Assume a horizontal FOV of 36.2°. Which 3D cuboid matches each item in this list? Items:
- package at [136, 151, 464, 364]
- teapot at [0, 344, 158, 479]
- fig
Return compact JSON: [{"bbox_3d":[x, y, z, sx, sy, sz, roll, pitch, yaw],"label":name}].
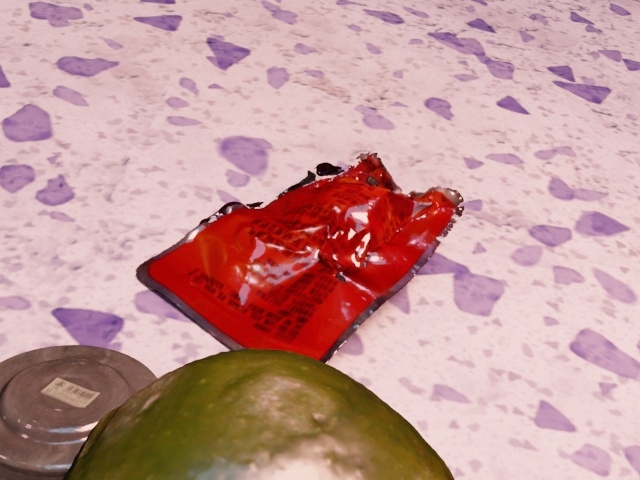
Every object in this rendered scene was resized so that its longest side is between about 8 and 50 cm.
[{"bbox_3d":[0.000,0.000,0.832,0.194,0.071,0.269,21,37,36],"label":"package"},{"bbox_3d":[-0.130,0.128,0.577,0.149,0.108,0.111,-8,34,-25],"label":"teapot"},{"bbox_3d":[-0.046,0.150,0.429,0.195,0.195,0.245,31,18,24],"label":"fig"}]
